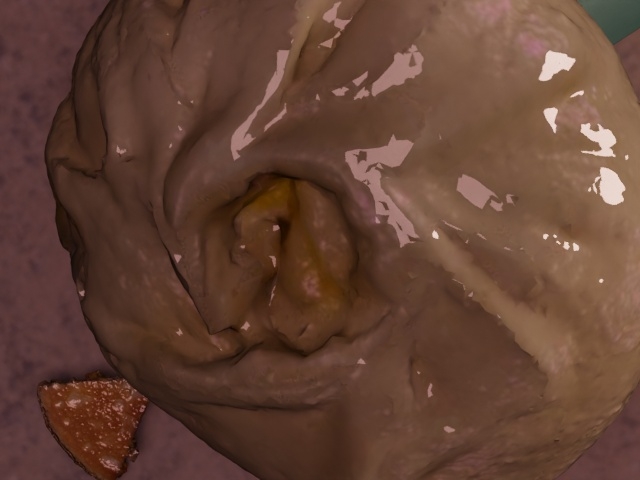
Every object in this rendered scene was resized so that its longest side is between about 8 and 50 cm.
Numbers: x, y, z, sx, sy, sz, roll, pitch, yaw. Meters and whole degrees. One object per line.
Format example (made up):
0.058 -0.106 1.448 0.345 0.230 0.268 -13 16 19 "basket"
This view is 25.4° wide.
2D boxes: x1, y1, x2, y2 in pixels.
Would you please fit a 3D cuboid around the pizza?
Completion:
-0.134 0.111 0.907 0.078 0.025 0.083 -30 100 12 "pizza"

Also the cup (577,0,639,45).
0.191 -0.195 0.797 0.236 0.148 0.134 -25 67 4 "cup"

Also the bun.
0.000 0.000 0.733 0.365 0.219 0.365 18 123 30 "bun"
